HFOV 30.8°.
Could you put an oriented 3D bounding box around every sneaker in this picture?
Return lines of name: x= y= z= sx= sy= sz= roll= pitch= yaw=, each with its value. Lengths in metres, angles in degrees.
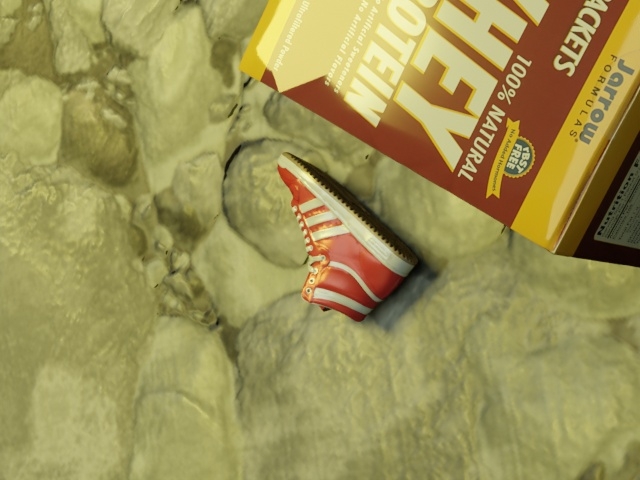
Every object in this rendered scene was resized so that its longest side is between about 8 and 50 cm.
sneaker: x=0.000 y=0.000 z=0.735 sx=0.118 sy=0.042 sz=0.067 roll=45 pitch=107 yaw=26

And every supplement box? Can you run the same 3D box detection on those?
supplement box: x=0.106 y=-0.087 z=0.580 sx=0.191 sy=0.194 sz=0.129 roll=33 pitch=104 yaw=31
